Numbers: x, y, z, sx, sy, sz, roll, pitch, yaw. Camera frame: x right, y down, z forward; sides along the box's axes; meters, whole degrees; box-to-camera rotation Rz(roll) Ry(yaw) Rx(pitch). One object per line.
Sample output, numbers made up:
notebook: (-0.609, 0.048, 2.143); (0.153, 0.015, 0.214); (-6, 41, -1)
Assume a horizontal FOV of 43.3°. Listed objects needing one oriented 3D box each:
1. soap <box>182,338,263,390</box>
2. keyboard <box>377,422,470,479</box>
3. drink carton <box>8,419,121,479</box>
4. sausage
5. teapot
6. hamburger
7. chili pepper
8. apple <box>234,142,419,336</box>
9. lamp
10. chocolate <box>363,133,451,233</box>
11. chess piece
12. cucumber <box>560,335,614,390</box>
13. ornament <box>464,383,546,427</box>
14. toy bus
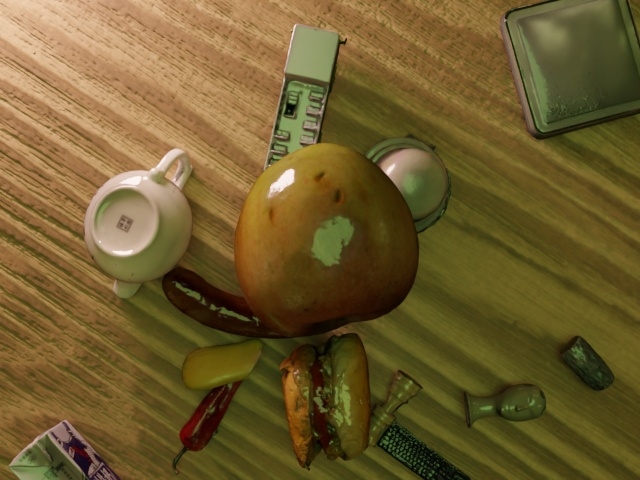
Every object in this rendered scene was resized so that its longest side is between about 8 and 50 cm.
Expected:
soap: (-0.187, 0.240, 1.552); (0.168, 0.033, 0.089); (-10, 59, 9)
keyboard: (0.205, 0.437, 1.593); (0.195, 0.018, 0.060); (36, 89, 0)
drink carton: (-0.457, 0.454, 1.501); (0.102, 0.134, 0.222); (-43, 90, -1)
sausage: (-0.160, 0.131, 1.552); (0.302, 0.076, 0.103); (14, 101, -7)
teapot: (-0.329, -0.040, 1.526); (0.208, 0.166, 0.300); (27, 78, 25)
hamburger: (0.015, 0.295, 1.487); (0.162, 0.244, 0.245); (-7, 88, -6)
chili pepper: (-0.212, 0.334, 1.561); (0.059, 0.050, 0.268); (34, 86, 15)
apple: (0.000, 0.000, 1.414); (0.338, 0.338, 0.305); (-16, 78, -3)
lamp: (0.519, -0.361, 1.625); (0.266, 0.047, 0.269); (-15, 89, -3)
chocolate: (0.162, -0.105, 1.549); (0.221, 0.147, 0.222); (0, 91, 0)
chess piece: (0.127, 0.338, 1.575); (0.060, 0.060, 0.172); (37, 89, -1)
cucumber: (0.529, 0.244, 1.593); (0.064, 0.064, 0.112); (-45, 91, -4)
ornament: (0.363, 0.322, 1.575); (0.156, 0.081, 0.075); (-6, 91, 1)
toy bus: (-0.034, -0.256, 1.547); (0.113, 0.139, 0.302); (12, 89, 0)
